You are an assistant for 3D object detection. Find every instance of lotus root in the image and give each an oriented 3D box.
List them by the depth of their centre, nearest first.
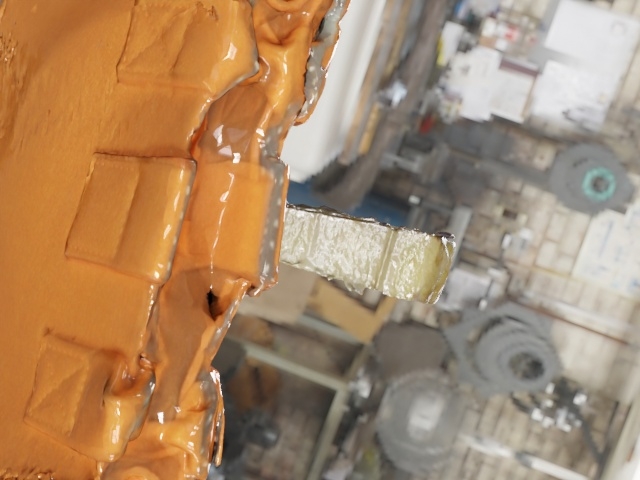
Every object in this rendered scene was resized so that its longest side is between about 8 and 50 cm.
[{"bbox_3d":[0.000,0.000,1.304,0.170,0.261,0.074,-29,132,-85],"label":"lotus root"}]

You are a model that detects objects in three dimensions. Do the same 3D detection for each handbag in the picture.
[{"bbox_3d":[-0.133,-0.018,0.835,0.116,0.303,0.410,20,84,-38],"label":"handbag"}]
